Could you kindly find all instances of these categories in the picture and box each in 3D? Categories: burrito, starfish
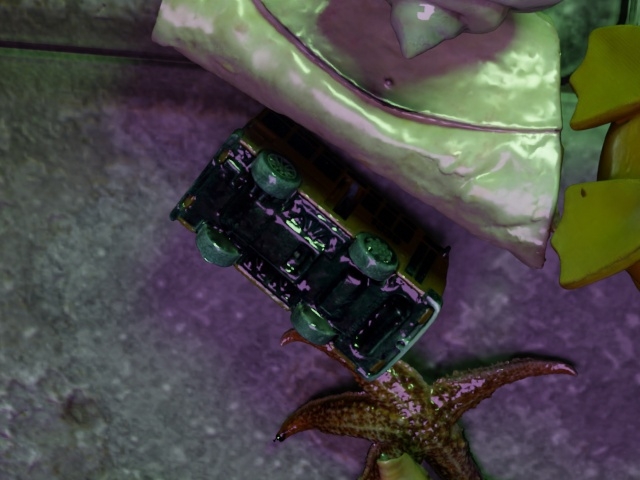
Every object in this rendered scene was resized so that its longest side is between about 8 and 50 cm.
[{"bbox_3d":[0.042,-0.114,0.875,0.299,0.143,0.105,30,162,1],"label":"burrito"},{"bbox_3d":[0.072,0.130,1.029,0.238,0.057,0.213,-25,115,23],"label":"starfish"}]

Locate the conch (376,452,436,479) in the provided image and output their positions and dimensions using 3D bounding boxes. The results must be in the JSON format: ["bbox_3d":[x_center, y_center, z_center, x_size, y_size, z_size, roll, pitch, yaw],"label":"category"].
[{"bbox_3d":[0.108,0.281,1.049,0.109,0.093,0.330,-19,130,4],"label":"conch"}]

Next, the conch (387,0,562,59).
[{"bbox_3d":[0.098,-0.213,0.794,0.158,0.255,0.127,23,162,29],"label":"conch"}]

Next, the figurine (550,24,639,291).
[{"bbox_3d":[0.260,-0.022,0.828,0.215,0.215,0.228,-22,153,22],"label":"figurine"}]

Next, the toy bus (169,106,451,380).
[{"bbox_3d":[0.000,0.000,0.953,0.182,0.103,0.091,40,118,-2],"label":"toy bus"}]
